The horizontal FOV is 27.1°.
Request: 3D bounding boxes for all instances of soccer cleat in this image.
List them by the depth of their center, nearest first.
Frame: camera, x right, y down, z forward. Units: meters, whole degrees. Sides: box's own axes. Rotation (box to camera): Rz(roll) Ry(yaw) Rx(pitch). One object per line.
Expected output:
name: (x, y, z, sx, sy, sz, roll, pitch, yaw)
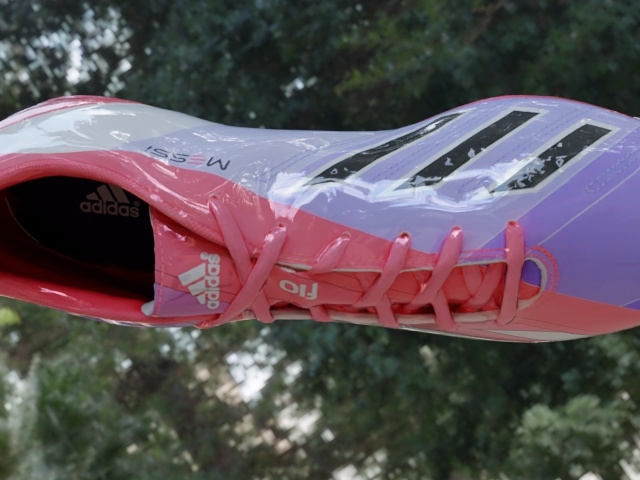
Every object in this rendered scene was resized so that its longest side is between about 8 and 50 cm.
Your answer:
soccer cleat: (0.000, 0.000, 0.406, 0.095, 0.248, 0.083, -58, -29, -60)
